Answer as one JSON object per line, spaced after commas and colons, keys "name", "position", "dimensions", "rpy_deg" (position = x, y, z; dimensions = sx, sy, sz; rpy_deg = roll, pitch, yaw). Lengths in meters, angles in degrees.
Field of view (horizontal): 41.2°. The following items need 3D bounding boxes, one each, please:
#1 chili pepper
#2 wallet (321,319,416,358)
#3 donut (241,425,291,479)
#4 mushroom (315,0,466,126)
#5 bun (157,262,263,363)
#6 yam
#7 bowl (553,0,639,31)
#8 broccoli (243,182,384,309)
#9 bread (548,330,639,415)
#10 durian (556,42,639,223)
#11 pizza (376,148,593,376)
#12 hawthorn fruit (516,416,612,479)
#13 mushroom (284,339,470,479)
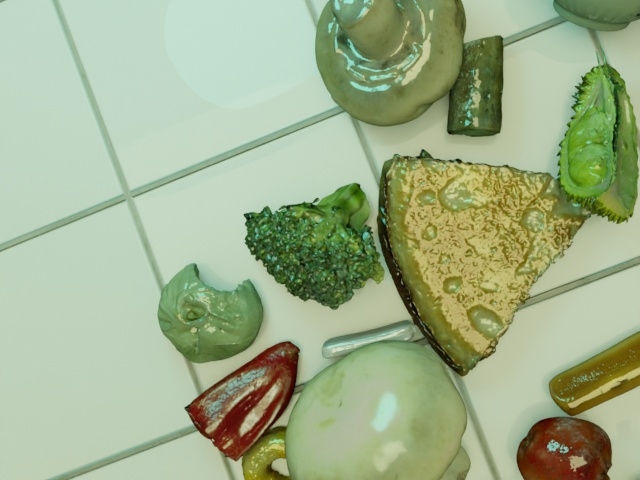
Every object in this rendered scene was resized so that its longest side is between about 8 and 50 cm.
{"name": "chili pepper", "position": [-0.128, 0.310, 1.689], "dimensions": [0.253, 0.136, 0.144], "rpy_deg": [-39, 50, -4]}
{"name": "wallet", "position": [0.094, 0.194, 1.670], "dimensions": [0.190, 0.095, 0.033], "rpy_deg": [-13, 94, 7]}
{"name": "donut", "position": [-0.074, 0.456, 1.695], "dimensions": [0.178, 0.065, 0.162], "rpy_deg": [-2, 89, 5]}
{"name": "mushroom", "position": [0.106, -0.382, 1.563], "dimensions": [0.314, 0.336, 0.314], "rpy_deg": [-5, 78, 24]}
{"name": "bun", "position": [-0.225, 0.142, 1.692], "dimensions": [0.212, 0.126, 0.204], "rpy_deg": [-13, 89, 5]}
{"name": "yam", "position": [0.304, -0.302, 1.656], "dimensions": [0.107, 0.107, 0.194], "rpy_deg": [3, 88, 6]}
{"name": "bowl", "position": [0.530, -0.492, 1.584], "dimensions": [0.337, 0.337, 0.157], "rpy_deg": [15, 131, 6]}
{"name": "broccoli", "position": [0.000, 0.000, 1.660], "dimensions": [0.288, 0.248, 0.245], "rpy_deg": [44, 57, 15]}
{"name": "bread", "position": [0.554, 0.256, 1.627], "dimensions": [0.239, 0.074, 0.092], "rpy_deg": [-28, 53, 5]}
{"name": "durian", "position": [0.533, -0.169, 1.564], "dimensions": [0.158, 0.169, 0.352], "rpy_deg": [13, 58, 0]}
{"name": "pizza", "position": [0.261, -0.009, 1.668], "dimensions": [0.392, 0.080, 0.435], "rpy_deg": [35, 91, 6]}
{"name": "hawthorn fruit", "position": [0.456, 0.409, 1.594], "dimensions": [0.173, 0.173, 0.173], "rpy_deg": [0, 88, 6]}
{"name": "mushroom", "position": [0.106, 0.346, 1.573], "dimensions": [0.325, 0.353, 0.353], "rpy_deg": [34, 92, 28]}
